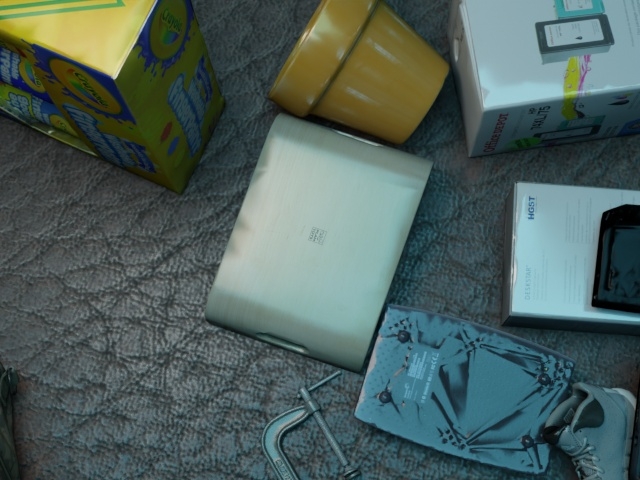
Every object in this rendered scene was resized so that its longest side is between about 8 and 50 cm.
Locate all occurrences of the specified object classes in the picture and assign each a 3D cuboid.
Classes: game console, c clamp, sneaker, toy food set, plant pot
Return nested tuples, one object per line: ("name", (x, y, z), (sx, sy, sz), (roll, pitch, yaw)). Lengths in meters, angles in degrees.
("game console", (0.433, 0.141, 1.399), (0.213, 0.044, 0.361), (8, 83, 4))
("c clamp", (-0.003, 0.266, 1.471), (0.137, 0.022, 0.161), (-24, 76, -5))
("sneaker", (0.323, 0.283, 1.404), (0.132, 0.086, 0.229), (21, 64, -29))
("toy food set", (0.000, 0.000, 1.515), (0.219, 0.092, 0.306), (19, 85, 5))
("plant pot", (0.061, -0.230, 1.518), (0.188, 0.205, 0.205), (30, 78, -8))

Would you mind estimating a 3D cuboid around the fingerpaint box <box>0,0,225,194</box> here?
("fingerpaint box", (-0.334, -0.247, 1.391), (0.371, 0.445, 0.163), (24, 79, 6))

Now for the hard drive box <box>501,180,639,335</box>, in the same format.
("hard drive box", (0.360, 0.026, 1.489), (0.232, 0.089, 0.181), (5, 76, 2))

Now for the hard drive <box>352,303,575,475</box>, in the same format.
("hard drive", (0.184, 0.193, 1.469), (0.254, 0.054, 0.172), (16, 77, 5))

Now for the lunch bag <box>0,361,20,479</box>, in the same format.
("lunch bag", (-0.525, 0.275, 1.389), (0.305, 0.213, 0.256), (-10, 45, -2))

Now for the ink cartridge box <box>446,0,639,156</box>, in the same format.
("ink cartridge box", (0.317, -0.247, 1.504), (0.270, 0.198, 0.197), (-8, 76, 0))
